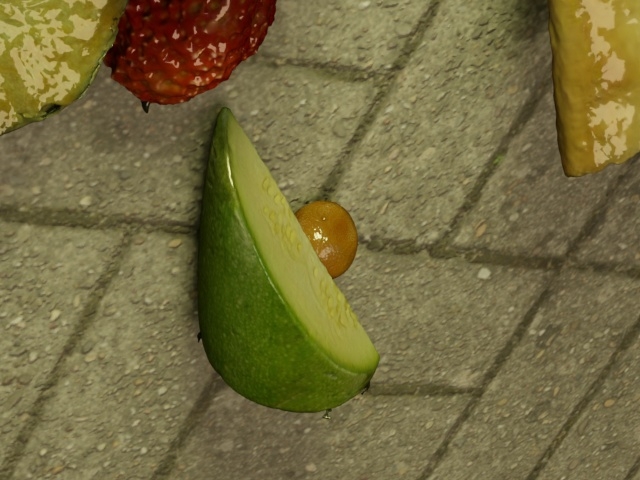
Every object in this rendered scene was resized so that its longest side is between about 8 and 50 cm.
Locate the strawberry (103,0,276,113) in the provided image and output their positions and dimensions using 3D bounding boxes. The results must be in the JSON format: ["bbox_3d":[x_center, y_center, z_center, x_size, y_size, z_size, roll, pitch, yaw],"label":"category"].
[{"bbox_3d":[-0.090,-0.201,1.527,0.175,0.107,0.236,-13,135,-28],"label":"strawberry"}]

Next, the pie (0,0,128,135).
[{"bbox_3d":[-0.278,-0.198,1.388,0.306,0.071,0.306,-11,126,-16],"label":"pie"}]

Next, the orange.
[{"bbox_3d":[0.000,0.000,1.827,0.085,0.085,0.085,-21,139,-19],"label":"orange"}]

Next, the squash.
[{"bbox_3d":[-0.028,0.035,1.737,0.203,0.111,0.289,14,133,2],"label":"squash"}]

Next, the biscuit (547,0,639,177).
[{"bbox_3d":[0.400,-0.309,1.678,0.429,0.104,0.446,-14,114,-15],"label":"biscuit"}]
